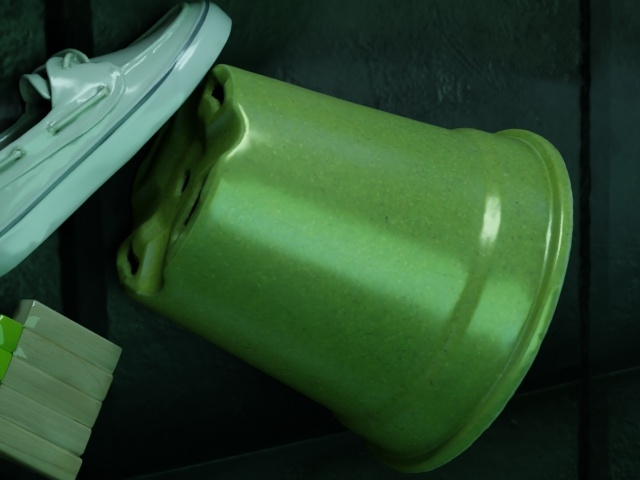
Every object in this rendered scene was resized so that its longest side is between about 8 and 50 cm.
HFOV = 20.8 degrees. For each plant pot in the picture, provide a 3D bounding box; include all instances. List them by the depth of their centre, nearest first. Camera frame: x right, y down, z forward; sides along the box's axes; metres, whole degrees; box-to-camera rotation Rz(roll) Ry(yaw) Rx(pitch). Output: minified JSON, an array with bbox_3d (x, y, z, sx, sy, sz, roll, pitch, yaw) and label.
[{"bbox_3d":[0.000,0.000,1.275,0.254,0.276,0.276,23,86,-21],"label":"plant pot"}]

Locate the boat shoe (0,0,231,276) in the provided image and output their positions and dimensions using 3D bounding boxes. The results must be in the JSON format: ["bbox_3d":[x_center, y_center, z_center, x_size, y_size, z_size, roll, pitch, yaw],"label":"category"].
[{"bbox_3d":[-0.175,-0.090,1.228,0.267,0.096,0.088,-46,108,-12],"label":"boat shoe"}]

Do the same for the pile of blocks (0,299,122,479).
[{"bbox_3d":[-0.315,0.094,1.166,0.362,0.113,0.149,2,88,-41],"label":"pile of blocks"}]
